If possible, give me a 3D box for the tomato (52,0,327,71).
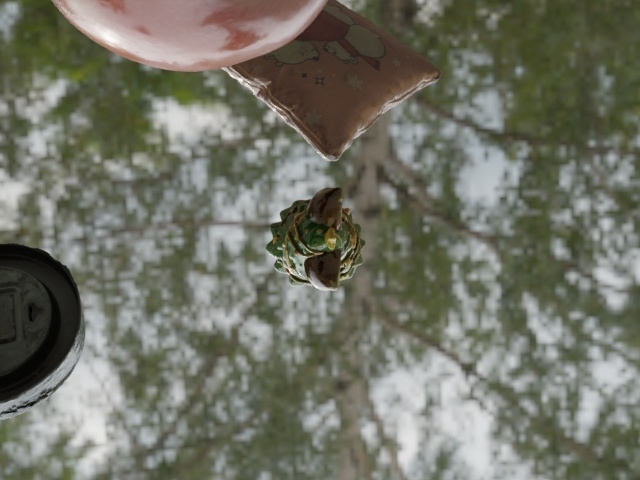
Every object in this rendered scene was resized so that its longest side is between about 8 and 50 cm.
[{"bbox_3d":[-0.092,-0.249,1.162,0.255,0.256,0.224,-11,-148,-26],"label":"tomato"}]

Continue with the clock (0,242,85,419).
[{"bbox_3d":[-0.386,0.106,1.845,0.226,0.049,0.226,-2,-125,4],"label":"clock"}]

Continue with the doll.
[{"bbox_3d":[-0.010,0.000,1.217,0.076,0.078,0.113,2,177,10],"label":"doll"}]

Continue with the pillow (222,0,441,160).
[{"bbox_3d":[-0.007,-0.205,1.779,0.236,0.084,0.223,40,-135,16],"label":"pillow"}]
